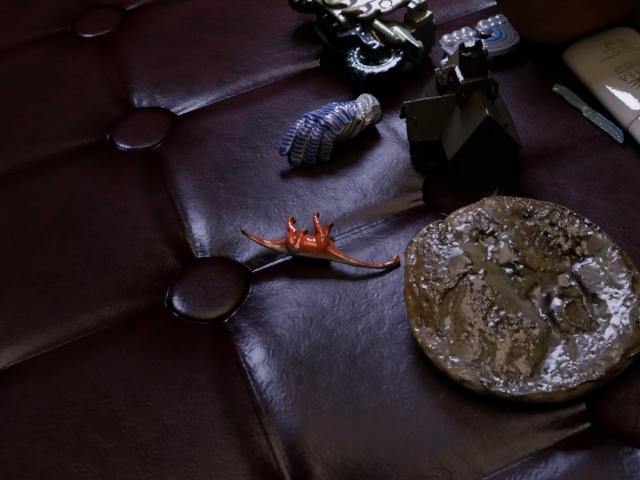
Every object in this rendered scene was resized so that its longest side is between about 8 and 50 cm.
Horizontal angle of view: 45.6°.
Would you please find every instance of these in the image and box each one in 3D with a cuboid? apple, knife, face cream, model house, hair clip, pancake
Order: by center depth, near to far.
[{"bbox_3d":[0.312,0.084,1.188,0.386,0.082,0.387,-3,52,4],"label":"pancake"},{"bbox_3d":[0.250,-0.246,1.386,0.204,0.243,0.211,-10,48,-1],"label":"model house"},{"bbox_3d":[0.625,-0.287,1.471,0.173,0.081,0.349,-16,48,-5],"label":"face cream"},{"bbox_3d":[0.529,-0.251,1.500,0.028,0.015,0.210,-20,49,-18],"label":"knife"},{"bbox_3d":[0.512,-0.604,1.572,0.346,0.391,0.391,-19,45,19],"label":"apple"},{"bbox_3d":[0.356,-0.429,1.673,0.220,0.054,0.140,-25,44,-18],"label":"hair clip"}]

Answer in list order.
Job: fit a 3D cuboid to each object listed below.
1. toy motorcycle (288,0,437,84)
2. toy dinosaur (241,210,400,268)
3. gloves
[{"bbox_3d":[0.096,-0.501,1.701,0.237,0.169,0.410,-28,55,-7],"label":"toy motorcycle"},{"bbox_3d":[0.001,0.003,1.335,0.279,0.055,0.101,0,58,8],"label":"toy dinosaur"},{"bbox_3d":[0.017,-0.224,1.518,0.229,0.097,0.119,-35,22,-15],"label":"gloves"}]
